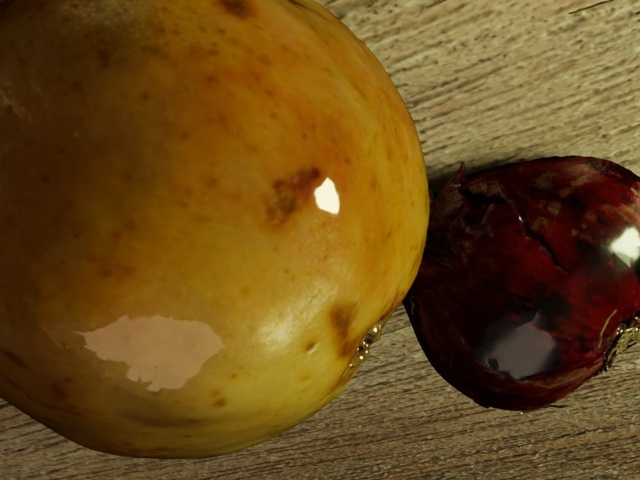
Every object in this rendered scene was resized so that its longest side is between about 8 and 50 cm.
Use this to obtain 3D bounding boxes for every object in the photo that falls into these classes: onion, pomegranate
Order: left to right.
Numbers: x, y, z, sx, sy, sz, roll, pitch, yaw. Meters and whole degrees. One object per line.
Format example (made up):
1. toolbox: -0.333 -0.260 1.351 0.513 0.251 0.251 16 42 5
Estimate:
1. pomegranate: -0.131 -0.035 0.855 0.410 0.410 0.410 -3 148 -2
2. onion: 0.208 0.034 1.112 0.281 0.281 0.221 -24 -174 30
